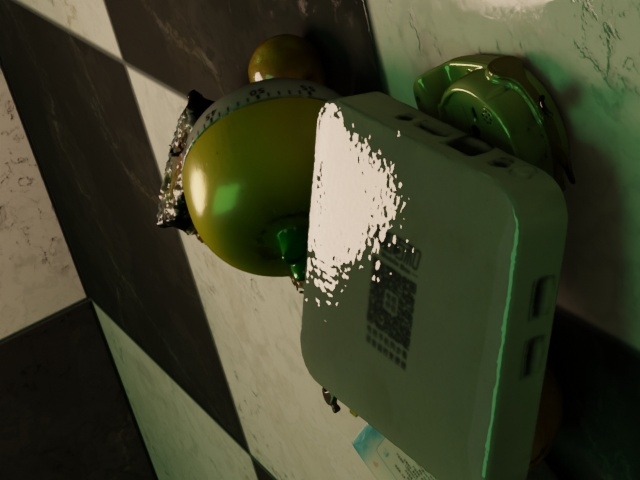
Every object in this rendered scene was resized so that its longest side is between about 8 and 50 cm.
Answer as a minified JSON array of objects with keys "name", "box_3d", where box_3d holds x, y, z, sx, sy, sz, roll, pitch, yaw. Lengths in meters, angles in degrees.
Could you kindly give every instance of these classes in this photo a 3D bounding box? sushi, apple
[{"name":"sushi","box_3d":[-0.136,-0.096,2.043,0.238,0.218,0.225,-98,25,-73]},{"name":"apple","box_3d":[-0.044,-0.221,1.784,0.102,0.099,0.114,32,140,49]}]

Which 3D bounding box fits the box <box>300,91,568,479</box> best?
[{"name":"box","box_3d":[0.113,0.050,1.456,0.367,0.090,0.373,34,125,48]}]

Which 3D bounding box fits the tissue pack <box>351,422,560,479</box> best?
[{"name":"tissue pack","box_3d":[0.190,0.310,1.775,0.271,0.124,0.201,53,135,25]}]

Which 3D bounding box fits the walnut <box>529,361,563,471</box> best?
[{"name":"walnut","box_3d":[0.192,0.189,1.607,0.225,0.193,0.193,41,150,40]}]

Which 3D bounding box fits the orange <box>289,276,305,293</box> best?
[{"name":"orange","box_3d":[0.000,0.000,1.928,0.169,0.112,0.160,13,122,28]}]

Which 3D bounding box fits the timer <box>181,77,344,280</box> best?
[{"name":"timer","box_3d":[-0.042,-0.044,1.696,0.285,0.285,0.285,49,155,32]}]

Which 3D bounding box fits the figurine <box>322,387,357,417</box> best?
[{"name":"figurine","box_3d":[0.093,0.207,1.971,0.229,0.112,0.137,2,126,52]}]

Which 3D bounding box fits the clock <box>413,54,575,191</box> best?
[{"name":"clock","box_3d":[0.196,-0.112,1.393,0.232,0.069,0.170,8,122,65]}]
